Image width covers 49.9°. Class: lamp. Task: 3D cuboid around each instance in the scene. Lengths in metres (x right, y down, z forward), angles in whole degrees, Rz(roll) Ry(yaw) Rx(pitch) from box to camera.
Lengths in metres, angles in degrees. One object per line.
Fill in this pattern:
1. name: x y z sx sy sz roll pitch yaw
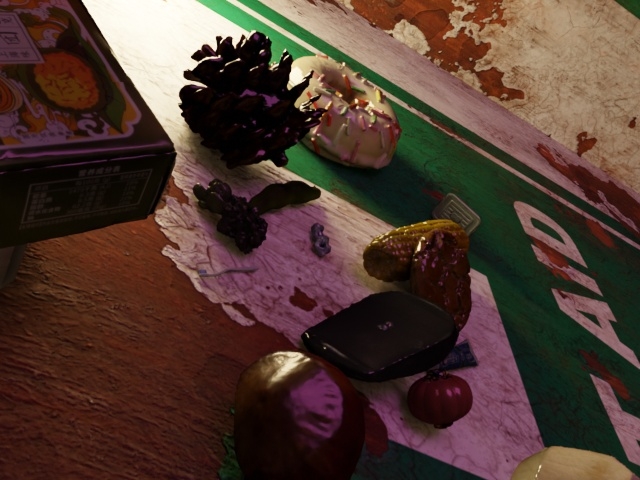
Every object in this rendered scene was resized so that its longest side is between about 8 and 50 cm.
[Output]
1. lamp: 0.194 0.257 1.118 0.107 0.107 0.092 -5 88 -51

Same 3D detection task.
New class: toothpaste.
1. toothpaste: 0.242 0.222 1.293 0.197 0.035 0.057 0 62 -50

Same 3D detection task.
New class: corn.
1. corn: 0.209 0.019 1.460 0.363 0.120 0.120 -6 51 -53

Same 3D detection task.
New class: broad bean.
1. broad bean: -0.079 -0.089 1.378 0.060 0.043 0.297 54 32 8

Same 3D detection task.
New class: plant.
1. plant: -0.158 -0.050 1.206 0.085 0.087 0.174 -30 63 -33

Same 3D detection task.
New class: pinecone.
1. pinecone: -0.141 -0.287 1.389 0.296 0.242 0.298 41 35 3

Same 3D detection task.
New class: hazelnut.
1. hazelnut: -0.031 0.240 0.865 0.170 0.160 0.201 17 71 -12

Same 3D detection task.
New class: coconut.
1. coconut: 0.374 0.406 0.960 0.241 0.241 0.241 27 30 -18

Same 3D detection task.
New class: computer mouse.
1. computer mouse: 0.106 0.172 1.147 0.295 0.087 0.168 -17 34 -40

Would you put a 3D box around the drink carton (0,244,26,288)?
1. drink carton: -0.488 -0.068 0.801 0.315 0.130 0.106 42 39 6

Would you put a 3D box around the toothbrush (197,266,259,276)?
1. toothbrush: -0.149 0.051 1.132 0.131 0.011 0.013 -2 68 -49

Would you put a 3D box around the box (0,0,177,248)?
1. box: -0.421 -0.164 0.734 0.420 0.138 0.373 -14 61 -43

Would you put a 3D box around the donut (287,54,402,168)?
1. donut: 0.049 -0.342 1.785 0.383 0.142 0.382 26 31 -17

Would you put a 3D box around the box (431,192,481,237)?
1. box: 0.358 -0.063 1.787 0.122 0.084 0.069 45 22 11

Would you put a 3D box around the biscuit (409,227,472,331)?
1. biscuit: 0.247 0.086 1.371 0.226 0.042 0.225 15 70 -48

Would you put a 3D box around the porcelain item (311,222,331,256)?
1. porcelain item: 0.000 0.000 1.353 0.036 0.028 0.083 7 39 -16
